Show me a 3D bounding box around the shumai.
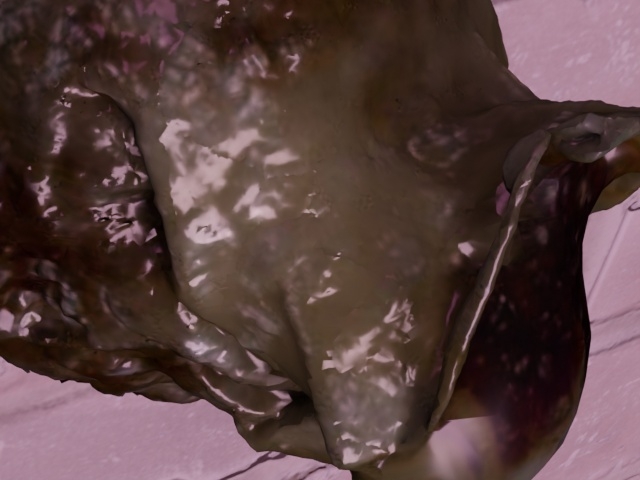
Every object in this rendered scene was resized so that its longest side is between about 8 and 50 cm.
[{"bbox_3d":[0.000,0.000,0.982,0.395,0.348,0.395,-37,155,-20],"label":"shumai"}]
